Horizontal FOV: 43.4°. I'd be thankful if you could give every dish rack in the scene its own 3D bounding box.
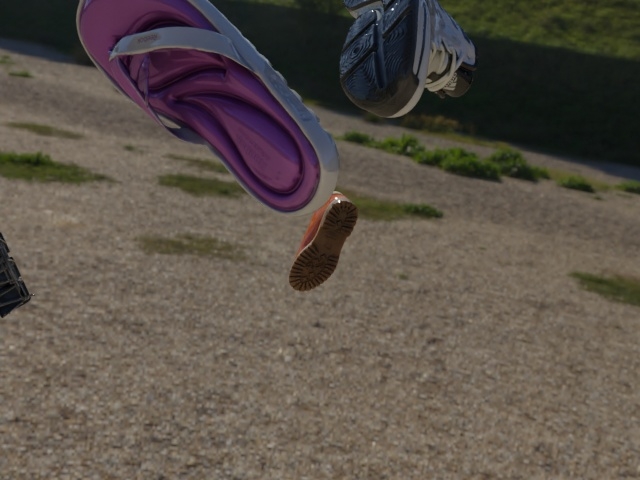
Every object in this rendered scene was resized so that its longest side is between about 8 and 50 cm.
[{"bbox_3d":[-0.571,0.030,1.404,0.074,0.208,0.271,-26,6,-19],"label":"dish rack"}]

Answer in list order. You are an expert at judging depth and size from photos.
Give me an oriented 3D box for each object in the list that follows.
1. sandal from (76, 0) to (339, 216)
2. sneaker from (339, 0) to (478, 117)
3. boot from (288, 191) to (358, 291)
[{"bbox_3d":[-0.151,-0.180,0.921,0.416,0.169,0.102,37,32,19],"label":"sandal"},{"bbox_3d":[0.175,-0.303,1.302,0.257,0.169,0.448,33,35,-25],"label":"sneaker"},{"bbox_3d":[0.000,0.000,1.194,0.059,0.158,0.085,27,13,-20],"label":"boot"}]
